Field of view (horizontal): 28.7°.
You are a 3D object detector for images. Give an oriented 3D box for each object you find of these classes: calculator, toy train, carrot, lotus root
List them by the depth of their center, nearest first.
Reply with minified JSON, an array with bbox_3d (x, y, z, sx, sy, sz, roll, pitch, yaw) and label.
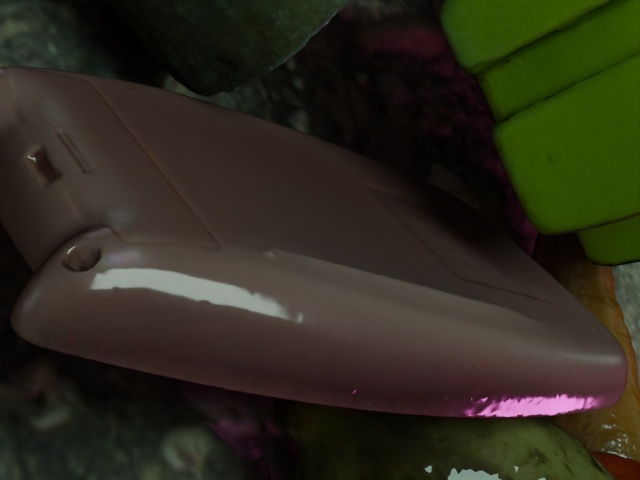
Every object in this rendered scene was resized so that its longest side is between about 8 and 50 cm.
[{"bbox_3d":[0.000,0.000,0.555,0.329,0.048,0.220,12,23,-38],"label":"calculator"},{"bbox_3d":[0.059,0.130,0.563,0.214,0.138,0.138,41,46,-15],"label":"lotus root"},{"bbox_3d":[0.177,-0.129,0.720,0.272,0.179,0.442,66,21,4],"label":"toy train"},{"bbox_3d":[0.152,0.053,0.744,0.072,0.072,0.205,29,45,-30],"label":"carrot"}]

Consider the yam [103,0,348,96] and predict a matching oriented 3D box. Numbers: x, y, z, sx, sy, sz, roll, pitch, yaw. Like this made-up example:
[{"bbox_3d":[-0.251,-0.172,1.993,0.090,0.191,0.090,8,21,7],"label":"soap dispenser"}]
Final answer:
[{"bbox_3d":[-0.121,-0.216,0.586,0.330,0.133,0.133,44,45,-10],"label":"yam"}]
